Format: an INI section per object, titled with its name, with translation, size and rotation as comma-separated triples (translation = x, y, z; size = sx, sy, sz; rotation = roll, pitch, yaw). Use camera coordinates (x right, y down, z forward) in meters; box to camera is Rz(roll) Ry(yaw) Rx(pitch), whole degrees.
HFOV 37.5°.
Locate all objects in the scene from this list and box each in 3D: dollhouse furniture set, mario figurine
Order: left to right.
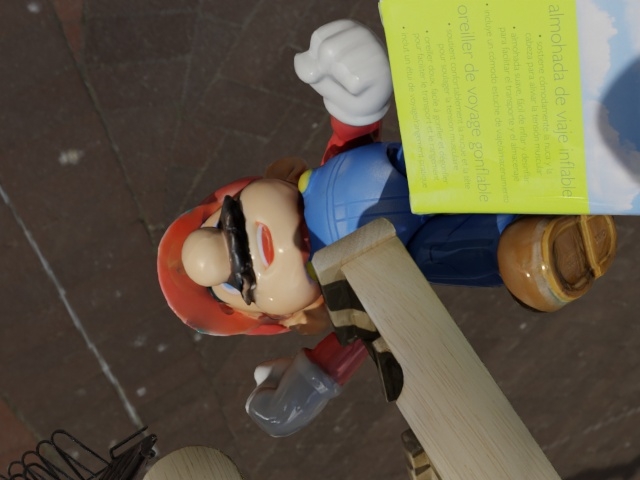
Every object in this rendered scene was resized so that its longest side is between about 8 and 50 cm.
[dollhouse furniture set]
translation = -0.029, 0.129, 0.447
size = 0.242, 0.161, 0.212
rotation = -29, 154, -7
[mario figurine]
translation = 0.000, 0.000, 0.569
size = 0.170, 0.198, 0.320
rotation = 39, 144, -29

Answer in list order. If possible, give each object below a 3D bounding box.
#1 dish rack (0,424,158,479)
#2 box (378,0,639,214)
[dish rack]
translation = -0.240, 0.229, 0.686
size = 0.271, 0.074, 0.208
rotation = -36, -165, 34
[box]
translation = 0.120, -0.065, 0.405
size = 0.042, 0.178, 0.109
rotation = -49, 134, -52
